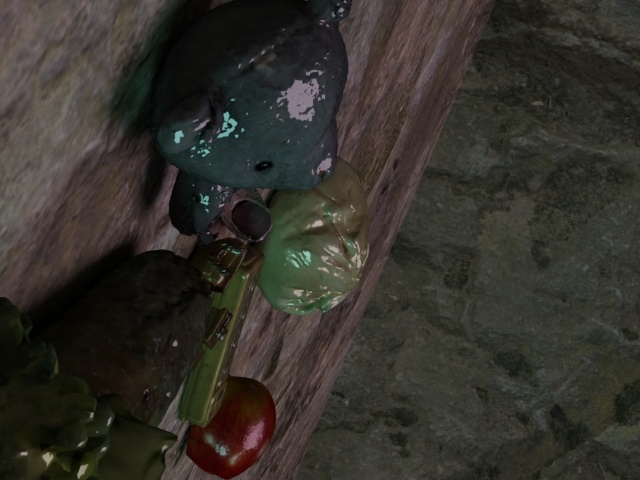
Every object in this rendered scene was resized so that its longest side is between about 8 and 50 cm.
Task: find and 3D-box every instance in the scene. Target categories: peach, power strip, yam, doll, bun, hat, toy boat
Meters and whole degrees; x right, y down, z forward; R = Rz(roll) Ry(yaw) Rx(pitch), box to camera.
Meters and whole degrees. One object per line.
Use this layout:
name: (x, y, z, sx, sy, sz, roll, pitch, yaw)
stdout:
peach: (-0.126, 0.267, 1.689, 0.118, 0.151, 0.151, 43, -65, 53)
power strip: (-0.128, 0.130, 1.498, 0.064, 0.044, 0.305, -51, 164, -58)
yam: (-0.176, 0.100, 0.953, 0.330, 0.133, 0.133, -58, 169, -61)
doll: (-0.043, -0.104, 1.034, 0.246, 0.158, 0.340, -51, 170, -11)
bun: (0.000, 0.000, 1.585, 0.229, 0.145, 0.229, -58, 167, -21)
hat: (-0.092, -0.032, 1.327, 0.087, 0.042, 0.058, 36, 73, -46)
toy boat: (-0.137, 0.090, 1.265, 0.064, 0.072, 0.206, 80, 35, -71)

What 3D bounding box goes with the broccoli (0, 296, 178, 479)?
broccoli: (-0.221, 0.192, 0.515, 0.277, 0.317, 0.339, 106, -19, -50)
